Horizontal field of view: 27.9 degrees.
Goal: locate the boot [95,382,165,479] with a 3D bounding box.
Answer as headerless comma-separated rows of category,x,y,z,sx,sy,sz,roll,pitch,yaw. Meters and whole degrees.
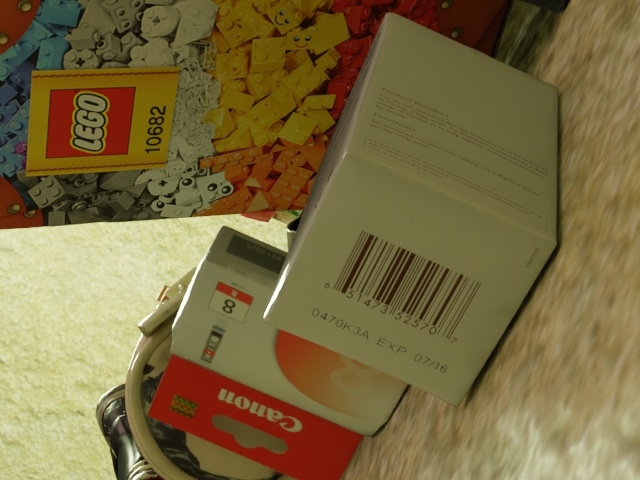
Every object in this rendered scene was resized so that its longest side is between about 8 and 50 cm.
boot,-0.133,0.265,1.222,0.085,0.236,0.178,-30,24,-5

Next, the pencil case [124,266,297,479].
pencil case,-0.075,0.110,1.085,0.160,0.183,0.410,-49,2,-4

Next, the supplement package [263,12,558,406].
supplement package,0.051,-0.023,0.650,0.179,0.105,0.105,-71,5,-59

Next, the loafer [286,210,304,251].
loafer,0.000,0.000,1.513,0.094,0.087,0.251,-72,7,-62

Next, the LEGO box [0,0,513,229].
LEGO box,-0.136,-0.244,0.989,0.500,0.372,0.193,-117,30,-43

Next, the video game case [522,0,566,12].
video game case,0.043,-0.248,0.874,0.196,0.274,0.026,-71,-1,-53

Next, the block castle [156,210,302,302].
block castle,-0.102,0.022,1.946,0.453,0.213,0.303,142,151,-83

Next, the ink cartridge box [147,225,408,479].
ink cartridge box,-0.030,0.091,0.819,0.045,0.145,0.179,-70,4,-56
